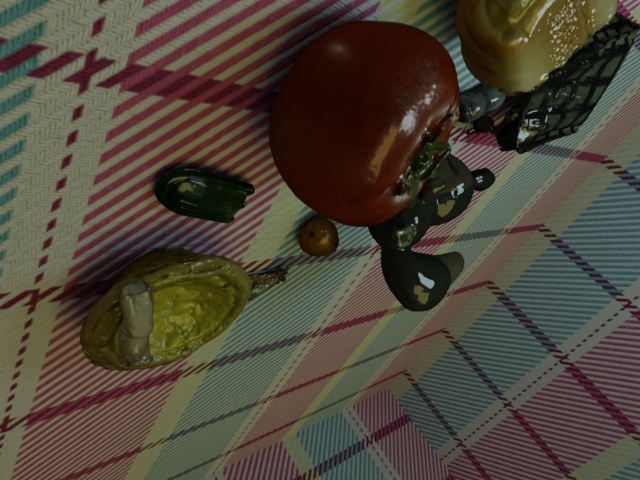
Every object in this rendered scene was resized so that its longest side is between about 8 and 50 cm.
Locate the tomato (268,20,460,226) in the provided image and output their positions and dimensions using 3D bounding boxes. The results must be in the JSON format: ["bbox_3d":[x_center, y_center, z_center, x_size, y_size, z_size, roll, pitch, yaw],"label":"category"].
[{"bbox_3d":[0.078,-0.203,0.843,0.341,0.272,0.341,-43,158,-23],"label":"tomato"}]

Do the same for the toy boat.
[{"bbox_3d":[-0.210,-0.082,0.900,0.104,0.052,0.210,-48,150,21],"label":"toy boat"}]

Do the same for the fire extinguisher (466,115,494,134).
[{"bbox_3d":[0.424,-0.305,1.294,0.078,0.045,0.157,-29,-173,18],"label":"fire extinguisher"}]

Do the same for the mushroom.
[{"bbox_3d":[-0.320,0.151,0.850,0.059,0.054,0.202,-9,133,-35],"label":"mushroom"}]

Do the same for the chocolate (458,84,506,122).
[{"bbox_3d":[0.392,-0.343,1.208,0.167,0.072,0.072,-30,151,-20],"label":"chocolate"}]

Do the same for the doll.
[{"bbox_3d":[0.260,-0.051,1.245,0.382,0.252,0.379,-23,118,-33],"label":"doll"}]

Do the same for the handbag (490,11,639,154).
[{"bbox_3d":[0.636,-0.414,1.284,0.327,0.162,0.325,-25,147,-29],"label":"handbag"}]

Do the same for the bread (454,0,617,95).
[{"bbox_3d":[0.379,-0.458,0.895,0.316,0.211,0.270,-47,142,6],"label":"bread"}]

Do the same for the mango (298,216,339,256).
[{"bbox_3d":[0.002,0.003,1.240,0.105,0.084,0.159,-34,152,2],"label":"mango"}]

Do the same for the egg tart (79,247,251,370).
[{"bbox_3d":[-0.316,0.125,0.990,0.345,0.132,0.345,-28,151,-17],"label":"egg tart"}]

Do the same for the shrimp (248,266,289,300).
[{"bbox_3d":[-0.157,0.113,1.257,0.184,0.043,0.091,-22,144,-27],"label":"shrimp"}]
